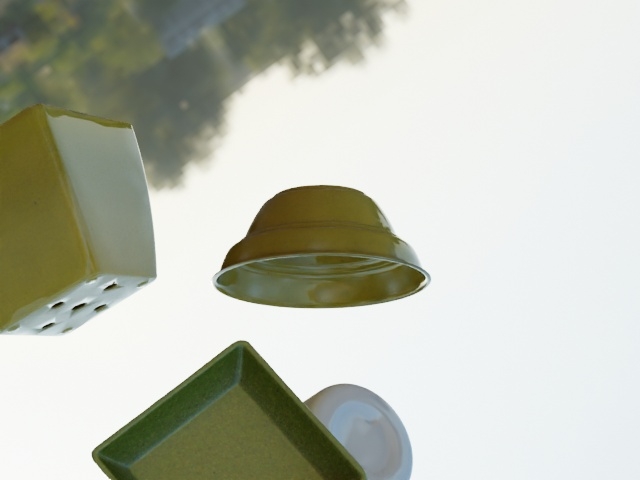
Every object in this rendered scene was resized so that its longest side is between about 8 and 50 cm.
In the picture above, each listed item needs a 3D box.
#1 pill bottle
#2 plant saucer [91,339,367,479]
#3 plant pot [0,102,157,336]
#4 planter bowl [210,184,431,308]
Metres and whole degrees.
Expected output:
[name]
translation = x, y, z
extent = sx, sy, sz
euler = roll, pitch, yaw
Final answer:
[pill bottle]
translation = -0.026, 0.273, 2.179
extent = 0.264, 0.146, 0.146
euler = -38, -176, 44
[plant saucer]
translation = -0.085, 0.218, 1.812
extent = 0.188, 0.188, 0.045
euler = -37, 162, -19
[plant pot]
translation = -0.303, -0.007, 2.137
extent = 0.212, 0.187, 0.212
euler = -30, 165, 19
[planter bowl]
translation = 0.000, 0.000, 1.919
extent = 0.217, 0.090, 0.217
euler = -1, 165, 0
